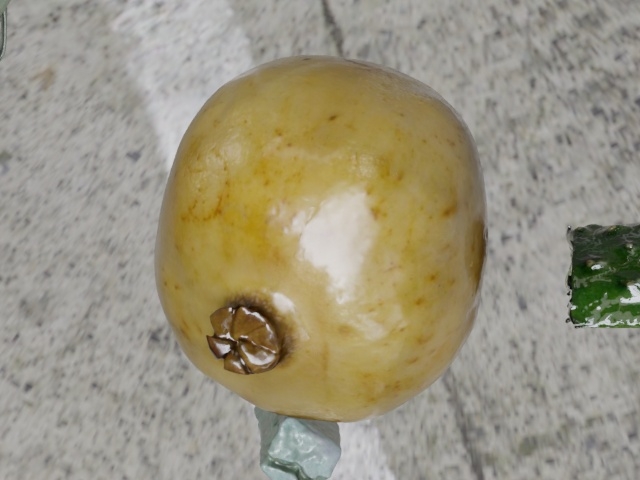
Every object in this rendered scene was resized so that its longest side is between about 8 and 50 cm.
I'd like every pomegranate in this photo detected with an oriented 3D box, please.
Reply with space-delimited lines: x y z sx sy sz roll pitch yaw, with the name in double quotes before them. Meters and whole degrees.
"pomegranate" 0.002 -0.005 1.313 0.307 0.307 0.307 1 106 3

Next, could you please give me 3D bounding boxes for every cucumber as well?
"cucumber" 0.381 0.030 1.507 0.325 0.145 0.105 1 90 14

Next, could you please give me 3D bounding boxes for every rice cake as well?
"rice cake" -0.023 0.168 1.500 0.066 0.336 0.063 34 92 -3

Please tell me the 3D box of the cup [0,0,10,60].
"cup" -0.283 -0.178 1.351 0.075 0.054 0.083 36 95 -15
